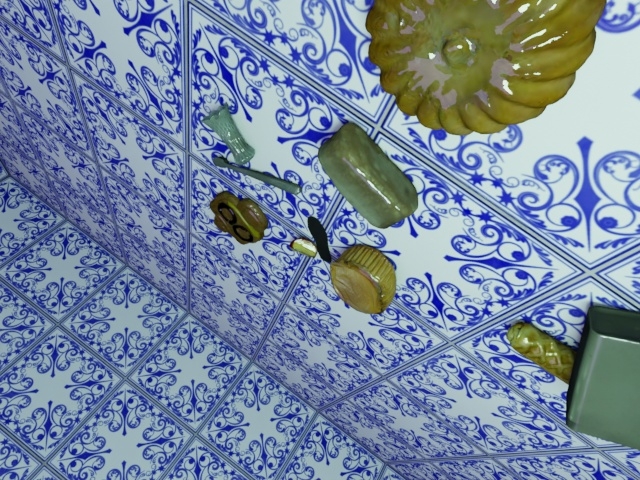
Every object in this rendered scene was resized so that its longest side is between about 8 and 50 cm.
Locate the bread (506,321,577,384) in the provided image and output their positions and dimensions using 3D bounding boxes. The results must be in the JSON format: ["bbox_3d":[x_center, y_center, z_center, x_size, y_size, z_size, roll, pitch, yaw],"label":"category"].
[{"bbox_3d":[0.598,0.308,0.929,0.368,0.084,0.077,34,105,10],"label":"bread"}]

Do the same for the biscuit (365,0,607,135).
[{"bbox_3d":[0.209,-0.288,0.580,0.326,0.107,0.325,22,142,18],"label":"biscuit"}]

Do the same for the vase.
[{"bbox_3d":[-0.231,-0.267,1.048,0.081,0.081,0.148,1,134,44],"label":"vase"}]

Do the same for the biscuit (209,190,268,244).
[{"bbox_3d":[-0.286,-0.070,1.365,0.291,0.041,0.208,-11,121,49],"label":"biscuit"}]

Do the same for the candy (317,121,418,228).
[{"bbox_3d":[0.100,-0.134,0.861,0.234,0.102,0.104,44,147,-9],"label":"candy"}]

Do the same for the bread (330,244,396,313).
[{"bbox_3d":[0.124,0.105,1.124,0.199,0.104,0.199,28,143,23],"label":"bread"}]

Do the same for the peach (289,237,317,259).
[{"bbox_3d":[-0.048,0.020,1.231,0.083,0.050,0.077,23,170,42],"label":"peach"}]

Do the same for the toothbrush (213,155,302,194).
[{"bbox_3d":[-0.179,-0.185,1.137,0.298,0.031,0.030,22,125,21],"label":"toothbrush"}]

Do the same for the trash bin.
[{"bbox_3d":[0.585,0.263,0.787,0.164,0.122,0.240,7,117,28],"label":"trash bin"}]

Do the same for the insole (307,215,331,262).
[{"bbox_3d":[0.000,0.000,1.204,0.064,0.004,0.188,16,141,32],"label":"insole"}]
